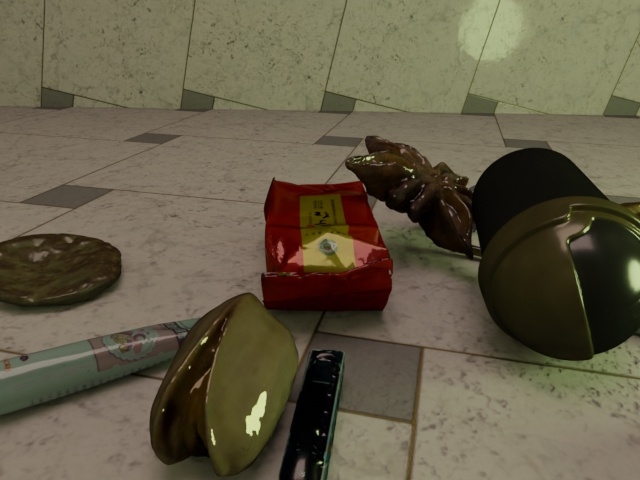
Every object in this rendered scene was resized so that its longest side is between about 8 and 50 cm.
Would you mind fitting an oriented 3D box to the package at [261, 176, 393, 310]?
[{"bbox_3d":[0.000,-0.001,0.879,0.195,0.123,0.424,-1,23,-4],"label":"package"}]

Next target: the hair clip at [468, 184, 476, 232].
[{"bbox_3d":[0.307,-0.071,1.124,0.278,0.091,0.137,-19,42,-23],"label":"hair clip"}]

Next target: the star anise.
[{"bbox_3d":[0.195,-0.076,0.966,0.349,0.109,0.293,21,43,-14],"label":"star anise"}]

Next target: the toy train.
[{"bbox_3d":[-0.006,0.184,0.539,0.043,0.047,0.207,3,24,8],"label":"toy train"}]

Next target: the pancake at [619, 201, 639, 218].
[{"bbox_3d":[0.748,-0.004,0.981,0.381,0.071,0.382,0,22,0],"label":"pancake"}]

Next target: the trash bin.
[{"bbox_3d":[0.318,0.015,0.716,0.213,0.214,0.334,4,30,7],"label":"trash bin"}]

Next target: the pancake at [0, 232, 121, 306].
[{"bbox_3d":[-0.435,0.044,0.866,0.236,0.042,0.222,19,24,30],"label":"pancake"}]

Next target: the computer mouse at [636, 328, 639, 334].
[{"bbox_3d":[0.494,0.089,0.751,0.230,0.079,0.128,15,29,24],"label":"computer mouse"}]

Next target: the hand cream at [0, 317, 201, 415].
[{"bbox_3d":[-0.255,0.143,0.631,0.330,0.058,0.085,-9,8,-34],"label":"hand cream"}]

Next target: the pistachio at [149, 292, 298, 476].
[{"bbox_3d":[-0.095,0.140,0.539,0.129,0.132,0.206,-3,25,13],"label":"pistachio"}]
